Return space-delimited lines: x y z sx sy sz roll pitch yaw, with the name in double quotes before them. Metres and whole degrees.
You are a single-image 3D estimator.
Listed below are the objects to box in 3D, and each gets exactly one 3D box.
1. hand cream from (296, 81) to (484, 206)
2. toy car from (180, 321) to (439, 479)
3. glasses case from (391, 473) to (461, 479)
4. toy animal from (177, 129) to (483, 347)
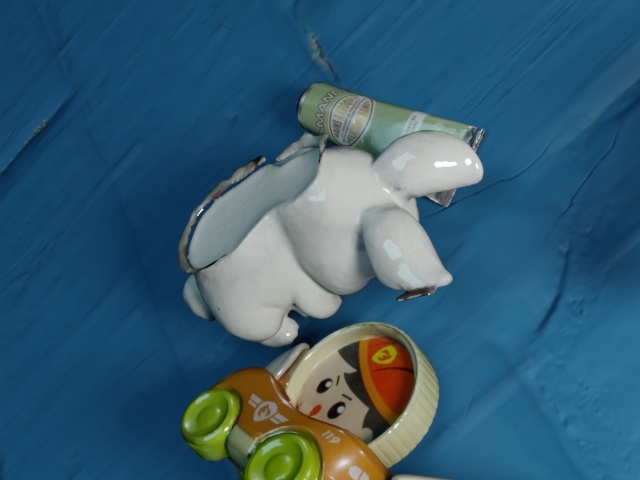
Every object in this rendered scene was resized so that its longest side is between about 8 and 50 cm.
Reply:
"hand cream" 0.062 -0.115 1.329 0.235 0.055 0.086 28 93 38
"toy car" 0.008 0.171 1.206 0.235 0.145 0.235 -19 43 19
"glasses case" 0.144 0.235 1.072 0.196 0.083 0.050 -1 71 40
"toy animal" -0.001 -0.005 1.253 0.325 0.154 0.208 -9 55 47
